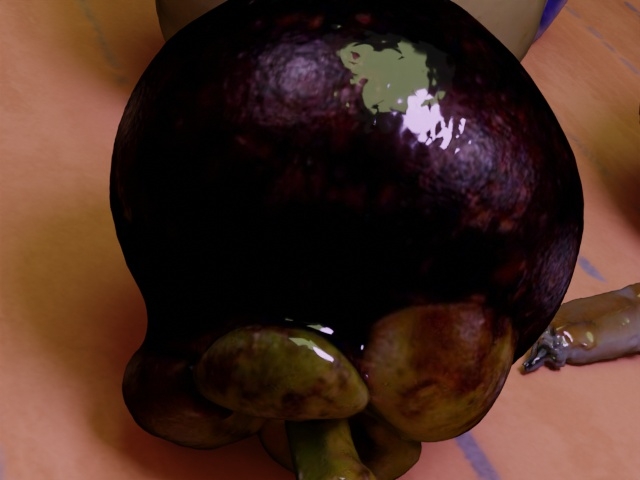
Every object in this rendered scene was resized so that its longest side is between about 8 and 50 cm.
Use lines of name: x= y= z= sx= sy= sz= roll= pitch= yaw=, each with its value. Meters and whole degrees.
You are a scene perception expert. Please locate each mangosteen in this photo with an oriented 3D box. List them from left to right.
mangosteen: x=0.000 y=-0.005 z=0.826 sx=0.297 sy=0.313 sz=0.297 roll=40 pitch=-1 yaw=1

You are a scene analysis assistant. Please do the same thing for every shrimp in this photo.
shrimp: x=0.310 y=0.089 z=1.024 sx=0.287 sy=0.068 sz=0.185 roll=23 pitch=33 yaw=8

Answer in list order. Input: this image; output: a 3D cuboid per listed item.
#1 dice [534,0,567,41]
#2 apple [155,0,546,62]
dice: x=0.164 y=-0.369 z=1.498 sx=0.251 sy=0.259 sz=0.243 roll=31 pitch=35 yaw=17
apple: x=0.019 y=-0.252 z=1.156 sx=0.357 sy=0.357 sz=0.357 roll=14 pitch=31 yaw=-9
